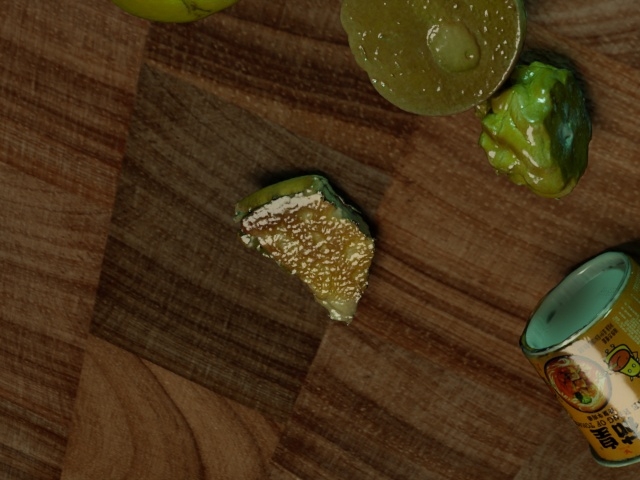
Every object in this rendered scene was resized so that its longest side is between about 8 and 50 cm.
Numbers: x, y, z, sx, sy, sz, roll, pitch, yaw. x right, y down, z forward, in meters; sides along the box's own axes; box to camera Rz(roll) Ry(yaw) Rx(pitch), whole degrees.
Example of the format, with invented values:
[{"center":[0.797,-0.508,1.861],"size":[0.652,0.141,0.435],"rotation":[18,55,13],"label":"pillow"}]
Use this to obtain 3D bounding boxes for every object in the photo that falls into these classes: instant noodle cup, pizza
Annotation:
[{"center":[0.346,0.129,1.947],"size":[0.172,0.216,0.216],"rotation":[46,141,-14],"label":"instant noodle cup"},{"center":[0.000,0.000,2.121],"size":[0.226,0.069,0.147],"rotation":[40,121,-23],"label":"pizza"}]

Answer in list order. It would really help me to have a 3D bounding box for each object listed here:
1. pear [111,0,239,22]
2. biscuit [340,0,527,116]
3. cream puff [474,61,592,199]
[{"center":[-0.152,-0.317,1.707],"size":[0.200,0.200,0.200],"rotation":[17,144,13],"label":"pear"},{"center":[0.124,-0.221,1.731],"size":[0.208,0.049,0.181],"rotation":[-19,99,37],"label":"biscuit"},{"center":[0.214,-0.118,1.769],"size":[0.116,0.146,0.146],"rotation":[1,137,33],"label":"cream puff"}]
